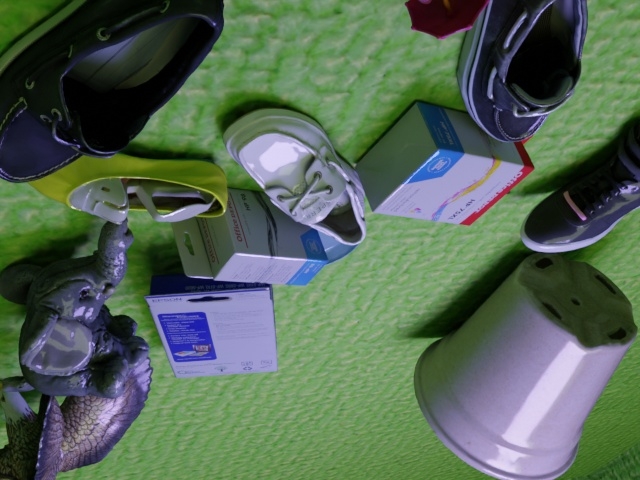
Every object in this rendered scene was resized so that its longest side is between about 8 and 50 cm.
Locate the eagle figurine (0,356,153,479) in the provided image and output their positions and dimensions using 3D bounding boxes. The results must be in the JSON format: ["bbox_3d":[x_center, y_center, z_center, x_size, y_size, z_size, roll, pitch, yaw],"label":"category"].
[{"bbox_3d":[-0.404,0.285,1.390,0.298,0.226,0.225,-29,130,25],"label":"eagle figurine"}]

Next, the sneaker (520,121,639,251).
[{"bbox_3d":[0.421,-0.090,1.350,0.296,0.104,0.147,-25,150,-3],"label":"sneaker"}]

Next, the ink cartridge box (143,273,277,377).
[{"bbox_3d":[-0.146,0.112,1.324,0.166,0.065,0.332,-3,155,-3],"label":"ink cartridge box"}]

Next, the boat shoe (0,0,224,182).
[{"bbox_3d":[-0.204,-0.136,0.860,0.340,0.113,0.127,-34,149,24],"label":"boat shoe"}]

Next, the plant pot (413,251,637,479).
[{"bbox_3d":[0.375,0.198,1.632,0.334,0.333,0.305,-1,135,-30],"label":"plant pot"}]

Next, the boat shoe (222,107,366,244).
[{"bbox_3d":[-0.012,-0.067,1.115,0.098,0.096,0.277,-31,149,19],"label":"boat shoe"}]

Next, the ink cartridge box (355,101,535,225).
[{"bbox_3d":[0.177,-0.092,1.211,0.231,0.078,0.134,6,142,-39],"label":"ink cartridge box"}]

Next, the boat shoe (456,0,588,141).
[{"bbox_3d":[0.222,-0.190,1.026,0.121,0.119,0.335,-21,151,1],"label":"boat shoe"}]

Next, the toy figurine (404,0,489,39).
[{"bbox_3d":[0.113,-0.258,0.872,0.173,0.130,0.159,14,152,-13],"label":"toy figurine"}]

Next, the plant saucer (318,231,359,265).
[{"bbox_3d":[0.000,0.000,1.316,0.119,0.021,0.119,-15,151,-8],"label":"plant saucer"}]

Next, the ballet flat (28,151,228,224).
[{"bbox_3d":[-0.206,-0.055,1.036,0.231,0.077,0.077,0,146,-32],"label":"ballet flat"}]

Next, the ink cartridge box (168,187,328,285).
[{"bbox_3d":[-0.089,-0.005,1.166,0.180,0.104,0.060,5,142,-38],"label":"ink cartridge box"}]

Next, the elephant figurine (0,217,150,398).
[{"bbox_3d":[-0.320,0.085,1.164,0.169,0.186,0.239,18,146,22],"label":"elephant figurine"}]
